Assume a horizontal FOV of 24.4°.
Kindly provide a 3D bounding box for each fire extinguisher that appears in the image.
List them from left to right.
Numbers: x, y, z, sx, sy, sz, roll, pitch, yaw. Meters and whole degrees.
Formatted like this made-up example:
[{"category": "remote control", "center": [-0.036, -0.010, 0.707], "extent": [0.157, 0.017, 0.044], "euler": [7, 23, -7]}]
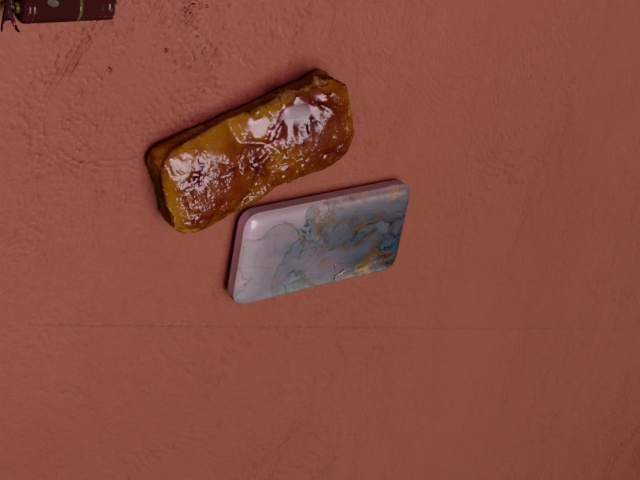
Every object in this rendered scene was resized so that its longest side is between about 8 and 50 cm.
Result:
[{"category": "fire extinguisher", "center": [-0.283, -0.252, 1.583], "extent": [0.132, 0.039, 0.056], "euler": [-9, 94, -36]}]

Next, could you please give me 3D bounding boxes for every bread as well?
[{"category": "bread", "center": [-0.083, -0.115, 1.845], "extent": [0.271, 0.077, 0.139], "euler": [-26, 133, -20]}]

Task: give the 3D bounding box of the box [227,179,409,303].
[{"category": "box", "center": [0.000, 0.000, 2.038], "extent": [0.285, 0.044, 0.142], "euler": [-12, 125, -35]}]
